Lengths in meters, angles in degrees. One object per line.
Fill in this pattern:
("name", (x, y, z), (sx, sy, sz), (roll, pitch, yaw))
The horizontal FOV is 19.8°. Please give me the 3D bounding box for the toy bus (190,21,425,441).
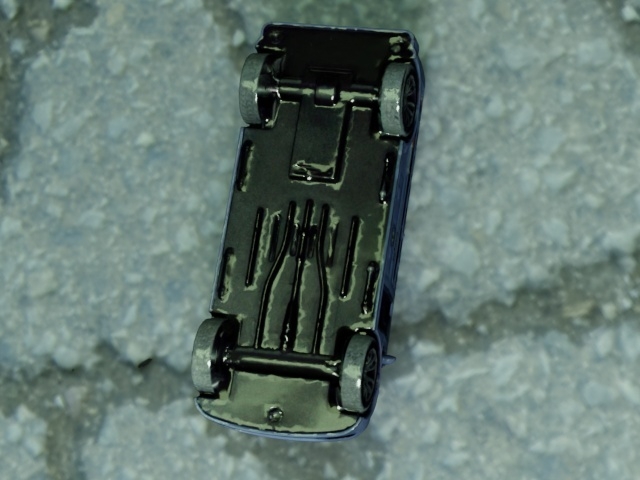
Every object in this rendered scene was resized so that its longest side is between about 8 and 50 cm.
("toy bus", (0.000, 0.000, 1.294), (0.125, 0.133, 0.292), (5, 76, 15))
